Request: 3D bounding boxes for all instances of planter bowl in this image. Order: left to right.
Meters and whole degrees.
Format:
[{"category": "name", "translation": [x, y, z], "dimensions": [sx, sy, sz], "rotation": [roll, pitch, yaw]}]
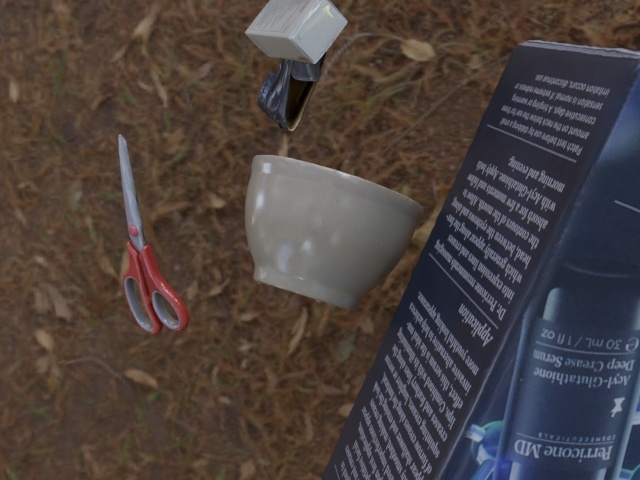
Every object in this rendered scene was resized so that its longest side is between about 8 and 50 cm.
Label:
[{"category": "planter bowl", "translation": [0.000, 0.000, 0.800], "dimensions": [0.162, 0.162, 0.109], "rotation": [16, 86, 31]}]

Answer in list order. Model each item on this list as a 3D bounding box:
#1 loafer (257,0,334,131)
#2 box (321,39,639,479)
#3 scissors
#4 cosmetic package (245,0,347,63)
[{"category": "loafer", "translation": [-0.018, -0.207, 1.054], "dimensions": [0.061, 0.062, 0.170], "rotation": [54, 136, 34]}, {"category": "box", "translation": [0.215, 0.100, 0.626], "dimensions": [0.294, 0.212, 0.395], "rotation": [20, 101, -12]}, {"category": "scissors", "translation": [-0.248, 0.001, 1.166], "dimensions": [0.109, 0.021, 0.297], "rotation": [6, 122, 39]}, {"category": "cosmetic package", "translation": [-0.027, -0.223, 0.930], "dimensions": [0.060, 0.041, 0.115], "rotation": [-52, 31, -5]}]
